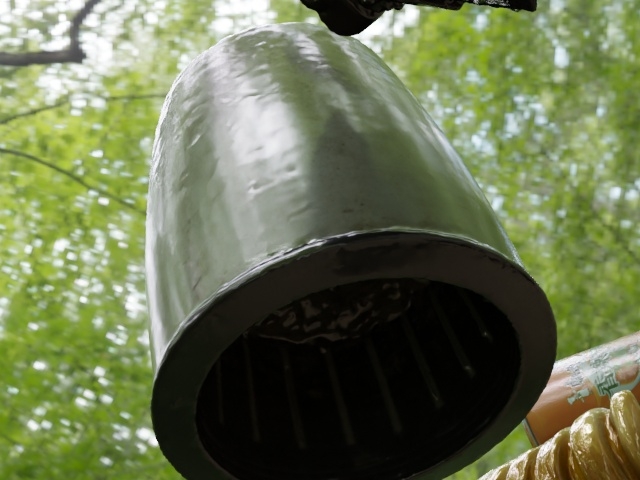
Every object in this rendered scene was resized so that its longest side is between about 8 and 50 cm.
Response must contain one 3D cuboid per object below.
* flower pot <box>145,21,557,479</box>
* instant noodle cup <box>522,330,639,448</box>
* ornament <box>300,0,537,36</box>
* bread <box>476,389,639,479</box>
[{"bbox_3d":[0.000,0.000,0.950,0.294,0.330,0.293,-7,-45,-7],"label":"flower pot"},{"bbox_3d":[0.432,0.266,1.658,0.214,0.296,0.296,-29,-52,18],"label":"instant noodle cup"},{"bbox_3d":[0.044,-0.208,0.729,0.251,0.260,0.106,37,-97,-39],"label":"ornament"},{"bbox_3d":[0.272,0.301,1.285,0.173,0.311,0.121,48,-140,3],"label":"bread"}]
